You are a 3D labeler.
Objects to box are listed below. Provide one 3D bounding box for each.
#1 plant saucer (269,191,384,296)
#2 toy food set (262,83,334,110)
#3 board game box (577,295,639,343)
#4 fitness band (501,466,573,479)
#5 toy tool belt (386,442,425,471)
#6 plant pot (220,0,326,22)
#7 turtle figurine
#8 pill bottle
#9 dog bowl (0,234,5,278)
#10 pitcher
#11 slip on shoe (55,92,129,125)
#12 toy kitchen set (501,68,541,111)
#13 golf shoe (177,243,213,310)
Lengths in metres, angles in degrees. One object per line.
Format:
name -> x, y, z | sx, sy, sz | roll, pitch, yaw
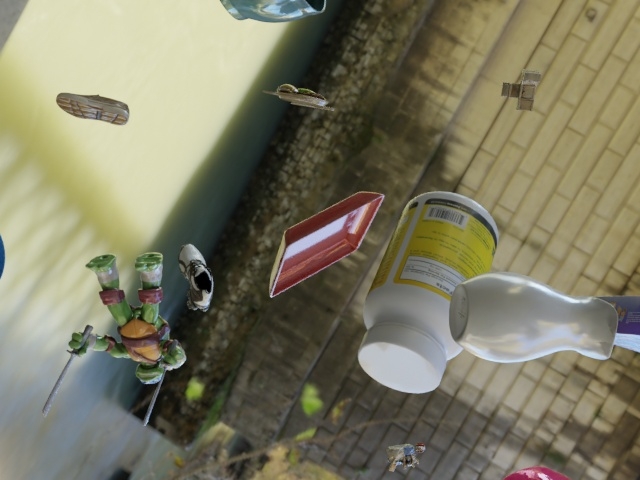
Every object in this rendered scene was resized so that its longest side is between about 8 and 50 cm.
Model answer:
plant saucer -> 0.000, 0.000, 1.754 | 0.258, 0.048, 0.259 | -28, 160, -25
toy food set -> -0.045, -0.346, 1.881 | 0.192, 0.132, 0.038 | -4, 106, -71
board game box -> 0.679, 0.179, 1.588 | 0.347, 0.233, 0.078 | 152, -46, -80
fitness band -> 0.301, 0.432, 1.179 | 0.209, 0.054, 0.291 | -50, 134, 7
toy tool belt -> 0.183, 0.461, 1.686 | 0.052, 0.083, 0.051 | 164, -79, -79
plant pot -> -0.140, -0.628, 1.837 | 0.196, 0.293, 0.293 | -19, -174, 20
turtle figurine -> -0.345, 0.170, 1.416 | 0.274, 0.198, 0.266 | -24, 117, -46
pill bottle -> 0.185, 0.089, 1.387 | 0.188, 0.188, 0.334 | 109, 7, -54
dog bowl -> -0.509, 0.069, 0.972 | 0.074, 0.166, 0.297 | -24, -141, 34
pitcher -> 0.287, 0.106, 1.137 | 0.178, 0.207, 0.125 | -140, -124, -78
slip on shoe -> -0.427, -0.256, 1.496 | 0.051, 0.135, 0.041 | 126, -30, -53
toy kitchen set -> 0.408, -0.306, 1.626 | 0.075, 0.068, 0.083 | -60, 156, -70
golf shoe -> -0.313, 0.082, 2.056 | 0.077, 0.198, 0.094 | -1, 147, -32
